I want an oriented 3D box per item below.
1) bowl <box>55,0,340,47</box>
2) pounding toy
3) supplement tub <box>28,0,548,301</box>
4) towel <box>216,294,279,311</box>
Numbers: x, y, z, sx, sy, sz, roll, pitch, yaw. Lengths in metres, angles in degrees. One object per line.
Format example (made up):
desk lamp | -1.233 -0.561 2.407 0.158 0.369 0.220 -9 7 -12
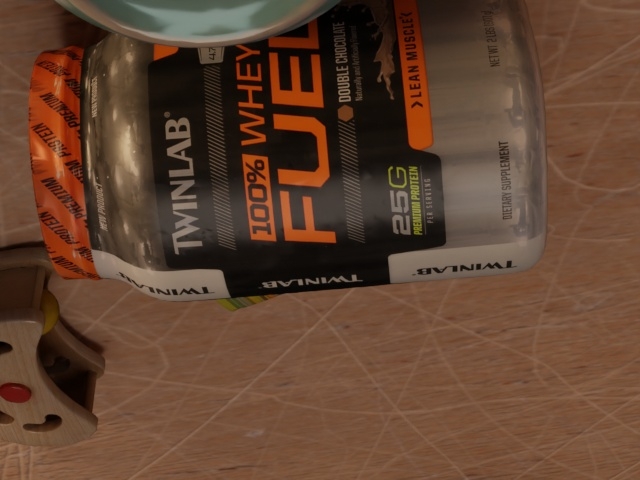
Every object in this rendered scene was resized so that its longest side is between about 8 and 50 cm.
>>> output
bowl | -0.071 -0.230 0.934 0.311 0.163 0.311 -2 143 -1
pounding toy | -0.272 0.140 1.428 0.154 0.155 0.269 8 143 -7
supplement tub | -0.019 -0.066 1.124 0.338 0.207 0.207 -6 144 2
towel | 0.000 0.000 1.377 0.237 0.021 0.102 -20 146 20
